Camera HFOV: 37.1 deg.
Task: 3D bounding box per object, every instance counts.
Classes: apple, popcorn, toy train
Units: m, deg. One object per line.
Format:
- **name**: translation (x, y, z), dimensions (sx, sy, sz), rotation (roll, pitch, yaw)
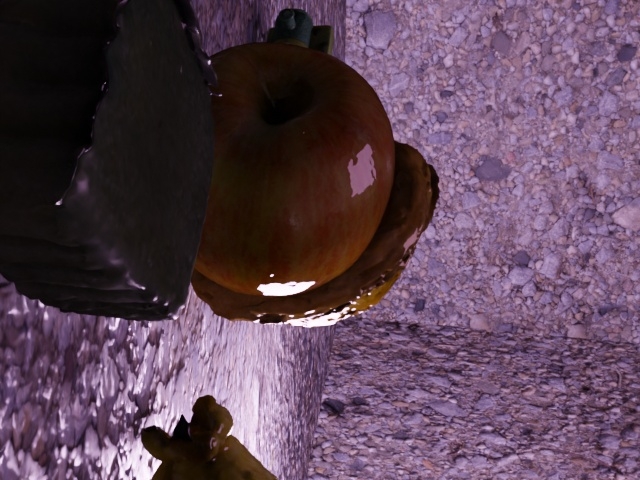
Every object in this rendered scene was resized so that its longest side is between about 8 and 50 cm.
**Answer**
- **apple**: translation (-0.052, -0.064, 0.995), dimensions (0.264, 0.264, 0.264), rotation (5, 90, -84)
- **popcorn**: translation (-0.134, 0.283, 1.058), dimensions (0.195, 0.168, 0.173), rotation (60, 19, 12)
- **toy train**: translation (-0.047, -0.212, 1.483), dimensions (0.237, 0.150, 0.369), rotation (73, 20, -57)

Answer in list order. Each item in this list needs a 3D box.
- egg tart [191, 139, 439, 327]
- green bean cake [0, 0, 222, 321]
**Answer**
- **egg tart**: translation (0.004, -0.001, 1.188), dimensions (0.129, 0.341, 0.341), rotation (56, 30, -34)
- **green bean cake**: translation (-0.155, -0.073, 0.660), dimensions (0.227, 0.125, 0.222), rotation (79, 19, -62)
